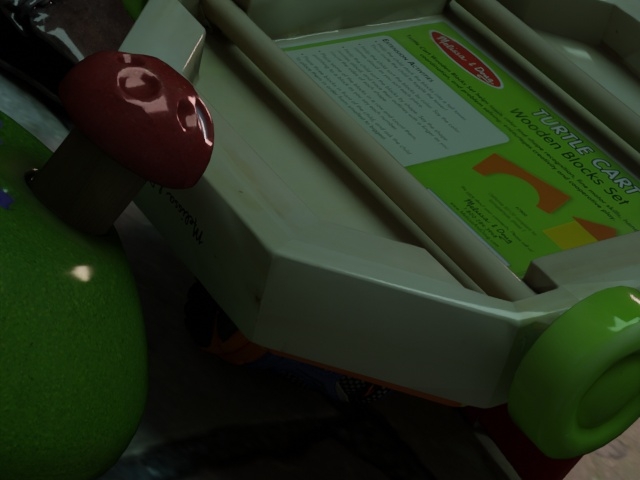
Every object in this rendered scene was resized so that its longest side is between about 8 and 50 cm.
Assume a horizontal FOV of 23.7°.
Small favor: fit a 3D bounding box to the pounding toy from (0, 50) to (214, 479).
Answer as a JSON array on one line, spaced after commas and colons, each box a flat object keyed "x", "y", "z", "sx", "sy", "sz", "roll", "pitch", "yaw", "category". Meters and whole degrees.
[{"x": -0.123, "y": -0.042, "z": 0.462, "sx": 0.237, "sy": 0.110, "sz": 0.183, "roll": 45, "pitch": 16, "yaw": 24, "category": "pounding toy"}]

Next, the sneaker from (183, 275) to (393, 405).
[{"x": 0.000, "y": 0.000, "z": 0.658, "sx": 0.087, "sy": 0.083, "sz": 0.221, "roll": 38, "pitch": 28, "yaw": -16, "category": "sneaker"}]

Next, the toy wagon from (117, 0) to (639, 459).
[{"x": 0.093, "y": -0.046, "z": 0.593, "sx": 0.344, "sy": 0.068, "sz": 0.267, "roll": -13, "pitch": 45, "yaw": -34, "category": "toy wagon"}]

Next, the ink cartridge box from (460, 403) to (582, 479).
[{"x": 0.101, "y": 0.000, "z": 0.718, "sx": 0.078, "sy": 0.134, "sz": 0.231, "roll": 17, "pitch": 28, "yaw": -43, "category": "ink cartridge box"}]

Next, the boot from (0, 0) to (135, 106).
[{"x": -0.073, "y": -0.097, "z": 0.770, "sx": 0.248, "sy": 0.090, "sz": 0.207, "roll": 36, "pitch": 32, "yaw": -5, "category": "boot"}]
